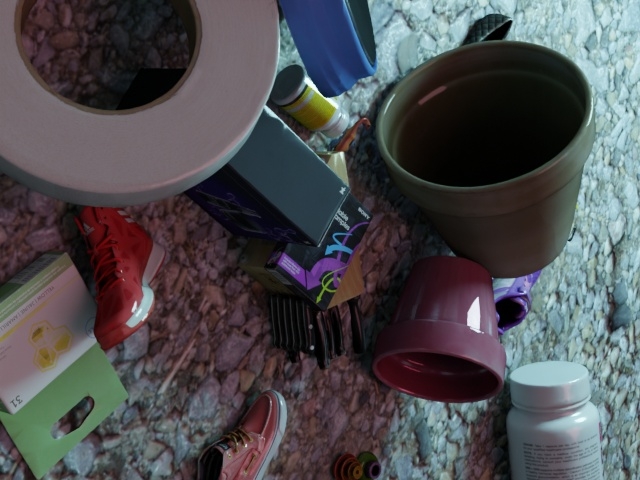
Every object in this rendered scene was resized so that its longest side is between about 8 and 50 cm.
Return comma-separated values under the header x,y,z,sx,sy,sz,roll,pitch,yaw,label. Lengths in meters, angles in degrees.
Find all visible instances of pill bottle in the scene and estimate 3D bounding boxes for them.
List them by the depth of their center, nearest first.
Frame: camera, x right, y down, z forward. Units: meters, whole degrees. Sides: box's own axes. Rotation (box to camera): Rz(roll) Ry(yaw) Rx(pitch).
x,y,z,sx,sy,sz,roll,pitch,yaw,label
-0.012,-0.194,1.806,0.116,0.065,0.065,36,70,-39,pill bottle
0.405,0.362,2.187,0.160,0.160,0.283,-18,106,-41,pill bottle

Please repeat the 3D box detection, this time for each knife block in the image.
x,y,z,sx,sy,sz,roll,pitch,yaw,label
0.008,0.040,1.831,0.242,0.088,0.275,40,67,-39,knife block

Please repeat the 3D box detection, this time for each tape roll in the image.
x,y,z,sx,sy,sz,roll,pitch,yaw,label
-0.239,-0.231,1.443,0.392,0.072,0.391,3,76,-13,tape roll

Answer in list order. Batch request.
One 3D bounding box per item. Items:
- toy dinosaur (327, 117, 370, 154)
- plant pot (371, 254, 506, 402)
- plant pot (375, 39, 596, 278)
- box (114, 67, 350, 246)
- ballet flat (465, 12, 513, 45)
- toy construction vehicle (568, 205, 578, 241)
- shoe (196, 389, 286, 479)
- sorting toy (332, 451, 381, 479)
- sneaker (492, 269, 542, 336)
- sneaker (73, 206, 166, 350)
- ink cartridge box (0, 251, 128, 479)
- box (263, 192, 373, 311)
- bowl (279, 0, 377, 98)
x,y,z,sx,sy,sz,roll,pitch,yaw,label
0.041,-0.143,1.858,0.047,0.090,0.082,36,114,-29,toy dinosaur
0.190,0.131,1.956,0.201,0.201,0.180,38,52,-39,plant pot
0.269,-0.100,1.952,0.323,0.323,0.280,-52,143,-27,plant pot
-0.116,-0.107,1.633,0.261,0.184,0.103,42,65,-37,box
0.260,-0.301,2.066,0.057,0.049,0.173,39,68,-38,ballet flat
0.415,-0.042,2.254,0.086,0.035,0.098,34,67,-28,toy construction vehicle
-0.110,0.284,1.756,0.081,0.063,0.178,31,77,-46,shoe
0.064,0.357,1.944,0.102,0.042,0.061,7,89,-44,sorting toy
0.315,0.092,2.118,0.236,0.105,0.095,-40,118,-35,sneaker
-0.264,0.032,1.537,0.128,0.087,0.221,50,17,-22,sneaker
-0.328,0.155,1.546,0.171,0.056,0.235,-43,119,-33,ink cartridge box
0.000,0.000,1.738,0.116,0.029,0.162,41,65,-37,box
-0.009,-0.380,1.623,0.391,0.077,0.391,-15,90,-80,bowl
